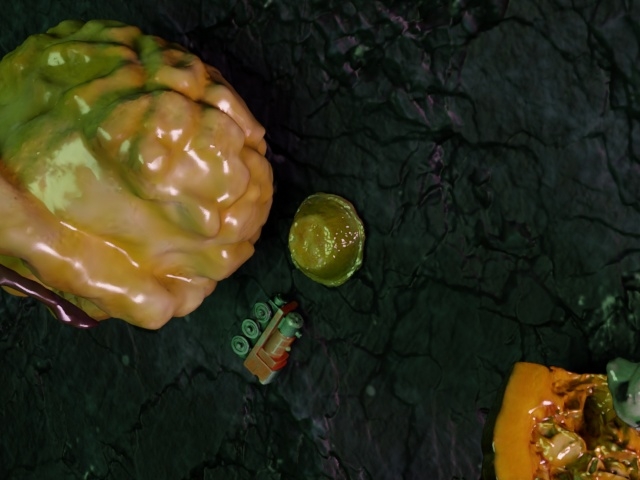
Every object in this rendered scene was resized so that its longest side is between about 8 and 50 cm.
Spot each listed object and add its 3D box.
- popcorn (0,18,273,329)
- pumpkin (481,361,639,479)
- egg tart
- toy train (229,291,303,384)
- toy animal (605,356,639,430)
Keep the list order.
[{"bbox_3d":[-0.239,-0.054,1.257,0.349,0.381,0.349,18,127,26],"label":"popcorn"},{"bbox_3d":[0.267,0.176,1.069,0.248,0.126,0.131,8,71,5],"label":"pumpkin"},{"bbox_3d":[0.000,0.000,1.279,0.105,0.039,0.105,8,104,37],"label":"egg tart"},{"bbox_3d":[-0.055,0.105,1.341,0.064,0.044,0.103,44,125,17],"label":"toy train"},{"bbox_3d":[0.345,0.121,0.975,0.225,0.094,0.121,8,89,-3],"label":"toy animal"}]
